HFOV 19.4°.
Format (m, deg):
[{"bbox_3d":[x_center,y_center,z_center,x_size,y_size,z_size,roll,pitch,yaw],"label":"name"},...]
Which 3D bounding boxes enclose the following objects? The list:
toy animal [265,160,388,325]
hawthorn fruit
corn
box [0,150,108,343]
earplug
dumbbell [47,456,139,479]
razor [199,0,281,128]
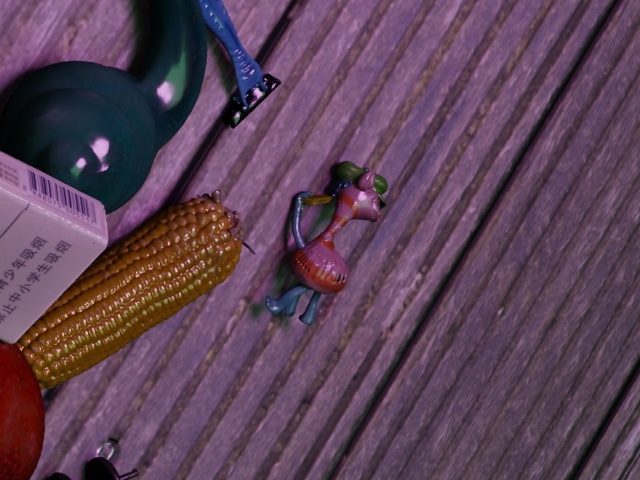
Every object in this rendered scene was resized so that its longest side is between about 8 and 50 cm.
[{"bbox_3d":[0.000,0.000,2.244,0.103,0.100,0.208,28,92,-8],"label":"toy animal"},{"bbox_3d":[-0.374,0.154,1.860,0.230,0.210,0.266,27,78,-44],"label":"hawthorn fruit"},{"bbox_3d":[-0.212,0.060,2.042,0.305,0.106,0.106,-37,131,-22],"label":"corn"},{"bbox_3d":[-0.348,-0.018,1.747,0.259,0.071,0.168,31,118,-33],"label":"box"},{"bbox_3d":[-0.211,-0.127,1.907,0.257,0.280,0.164,-33,107,16],"label":"earplug"},{"bbox_3d":[-0.266,0.286,2.122,0.147,0.069,0.069,-19,122,-37],"label":"dumbbell"},{"bbox_3d":[-0.110,-0.234,2.044,0.082,0.042,0.253,-44,133,-18],"label":"razor"}]
